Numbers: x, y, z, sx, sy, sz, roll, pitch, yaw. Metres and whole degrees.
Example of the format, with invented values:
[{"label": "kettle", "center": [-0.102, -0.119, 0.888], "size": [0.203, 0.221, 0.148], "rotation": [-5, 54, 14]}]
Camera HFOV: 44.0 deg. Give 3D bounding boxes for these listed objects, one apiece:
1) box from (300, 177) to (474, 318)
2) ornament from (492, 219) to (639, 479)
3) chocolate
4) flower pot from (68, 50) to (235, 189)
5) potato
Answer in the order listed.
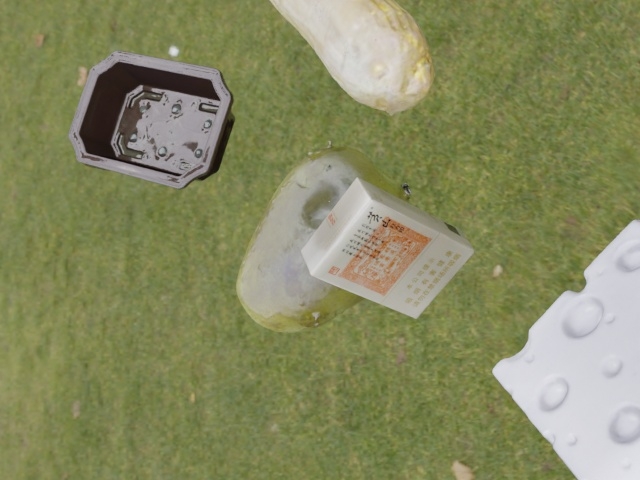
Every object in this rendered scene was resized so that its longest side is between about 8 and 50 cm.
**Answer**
[{"label": "box", "center": [0.093, 0.015, 1.081], "size": [0.141, 0.201, 0.058], "rotation": [-51, 34, 20]}, {"label": "ornament", "center": [0.381, 0.170, 0.832], "size": [0.239, 0.240, 0.239], "rotation": [-50, 29, 9]}, {"label": "chocolate", "center": [0.034, -0.293, 1.044], "size": [0.309, 0.134, 0.134], "rotation": [50, 118, 11]}, {"label": "flower pot", "center": [-0.233, -0.168, 1.160], "size": [0.251, 0.084, 0.178], "rotation": [15, 86, 23]}, {"label": "potato", "center": [0.010, 0.015, 1.420], "size": [0.270, 0.219, 0.359], "rotation": [34, 95, 21]}]
